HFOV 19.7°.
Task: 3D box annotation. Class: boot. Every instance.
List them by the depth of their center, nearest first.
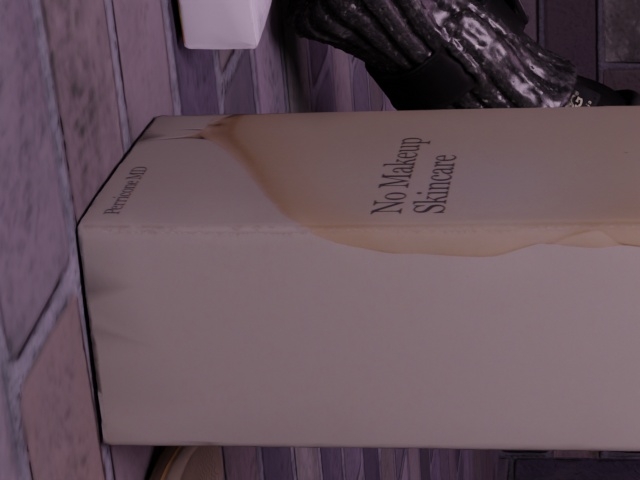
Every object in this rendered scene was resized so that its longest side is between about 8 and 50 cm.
[{"bbox_3d":[0.082,-0.112,1.339,0.131,0.260,0.348,-59,-170,-15],"label":"boot"}]

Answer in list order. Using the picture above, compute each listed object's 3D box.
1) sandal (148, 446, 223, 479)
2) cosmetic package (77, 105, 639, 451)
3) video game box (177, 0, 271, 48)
[{"bbox_3d":[-0.063,0.165,0.883,0.180,0.049,0.072,-77,164,-55],"label":"sandal"},{"bbox_3d":[0.061,0.014,0.848,0.160,0.309,0.113,-71,160,-66],"label":"cosmetic package"},{"bbox_3d":[-0.050,-0.235,0.981,0.187,0.048,0.205,-74,162,-54],"label":"video game box"}]
